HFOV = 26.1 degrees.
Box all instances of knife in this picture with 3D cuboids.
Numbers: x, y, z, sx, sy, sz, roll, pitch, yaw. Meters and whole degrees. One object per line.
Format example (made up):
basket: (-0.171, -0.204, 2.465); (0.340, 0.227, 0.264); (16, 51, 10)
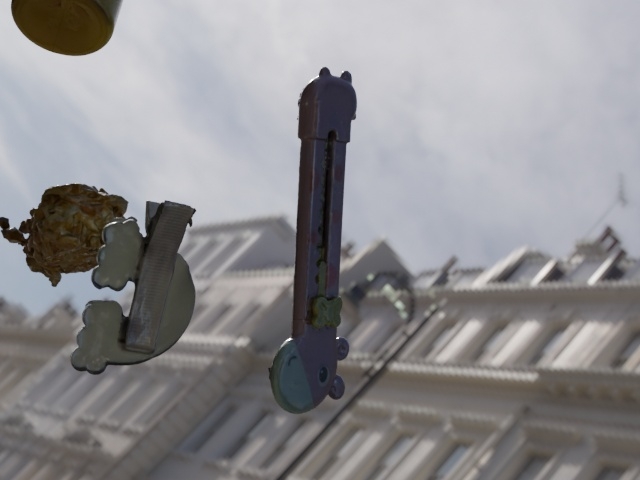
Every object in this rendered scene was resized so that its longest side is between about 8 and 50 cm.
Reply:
knife: (0.001, 0.000, 1.584); (0.038, 0.132, 0.398); (3, -90, 39)

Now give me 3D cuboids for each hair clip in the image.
hair clip: (-0.206, 0.058, 1.629); (0.140, 0.220, 0.054); (12, 4, -34)

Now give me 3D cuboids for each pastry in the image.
pastry: (-0.370, -0.007, 1.973); (0.250, 0.154, 0.102); (-33, -114, 61)

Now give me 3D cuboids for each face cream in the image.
face cream: (-0.174, -0.268, 1.095); (0.078, 0.273, 0.078); (6, -37, 4)
